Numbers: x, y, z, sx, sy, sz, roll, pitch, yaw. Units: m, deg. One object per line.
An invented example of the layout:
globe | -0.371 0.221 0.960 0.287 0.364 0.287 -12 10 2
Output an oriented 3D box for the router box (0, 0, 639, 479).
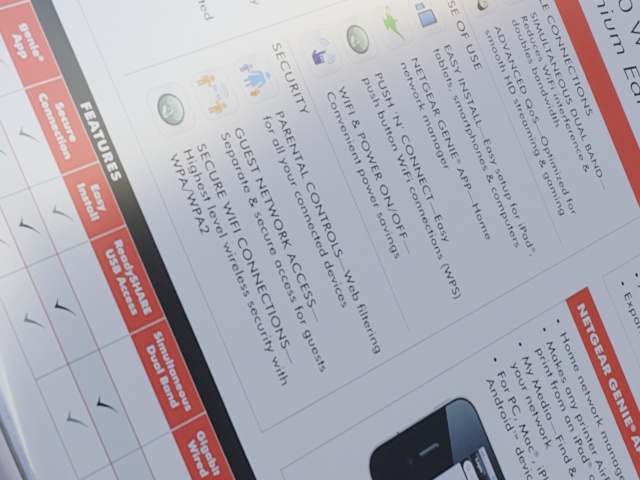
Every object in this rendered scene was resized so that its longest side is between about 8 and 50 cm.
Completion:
router box | 0.000 0.000 0.517 0.082 0.335 0.301 -20 3 46
